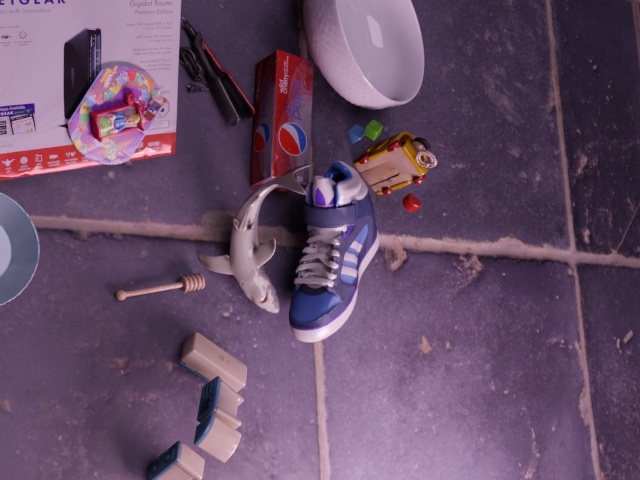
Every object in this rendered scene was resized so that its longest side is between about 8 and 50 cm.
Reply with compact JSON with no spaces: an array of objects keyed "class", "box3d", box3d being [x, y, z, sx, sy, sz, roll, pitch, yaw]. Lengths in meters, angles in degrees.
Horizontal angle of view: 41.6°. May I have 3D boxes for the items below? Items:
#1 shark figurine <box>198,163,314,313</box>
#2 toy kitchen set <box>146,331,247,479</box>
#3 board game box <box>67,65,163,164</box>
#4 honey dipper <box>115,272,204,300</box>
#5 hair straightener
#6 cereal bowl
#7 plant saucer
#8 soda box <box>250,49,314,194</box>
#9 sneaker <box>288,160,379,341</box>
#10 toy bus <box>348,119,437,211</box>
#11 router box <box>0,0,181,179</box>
[{"class":"shark figurine","box3d":[-0.116,-0.023,1.554,0.166,0.116,0.278,17,104,9]},{"class":"toy kitchen set","box3d":[-0.230,0.297,1.443,0.122,0.166,0.207,39,24,-22]},{"class":"board game box","box3d":[-0.324,-0.197,1.363,0.133,0.033,0.169,32,92,-47]},{"class":"honey dipper","box3d":[-0.281,0.083,1.475,0.160,0.030,0.030,-8,85,-31]},{"class":"hair straightener","box3d":[-0.217,-0.317,1.592,0.089,0.047,0.230,-37,101,-35]},{"class":"cereal bowl","box3d":[0.072,-0.426,1.733,0.339,0.141,0.339,21,63,-49]},{"class":"plant saucer","box3d":[-0.538,0.013,1.305,0.195,0.037,0.195,8,76,-34]},{"class":"soda box","box3d":[-0.076,-0.230,1.649,0.092,0.083,0.263,11,73,-33]},{"class":"sneaker","box3d":[0.001,0.000,1.576,0.323,0.130,0.236,-58,140,-37]},{"class":"toy bus","box3d":[0.168,-0.173,1.745,0.202,0.191,0.104,26,55,22]},{"class":"router box","box3d":[-0.393,-0.268,1.344,0.335,0.082,0.301,-14,124,-35]}]
